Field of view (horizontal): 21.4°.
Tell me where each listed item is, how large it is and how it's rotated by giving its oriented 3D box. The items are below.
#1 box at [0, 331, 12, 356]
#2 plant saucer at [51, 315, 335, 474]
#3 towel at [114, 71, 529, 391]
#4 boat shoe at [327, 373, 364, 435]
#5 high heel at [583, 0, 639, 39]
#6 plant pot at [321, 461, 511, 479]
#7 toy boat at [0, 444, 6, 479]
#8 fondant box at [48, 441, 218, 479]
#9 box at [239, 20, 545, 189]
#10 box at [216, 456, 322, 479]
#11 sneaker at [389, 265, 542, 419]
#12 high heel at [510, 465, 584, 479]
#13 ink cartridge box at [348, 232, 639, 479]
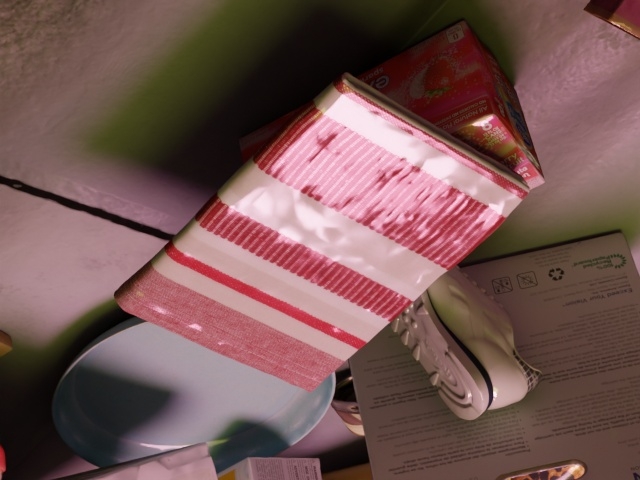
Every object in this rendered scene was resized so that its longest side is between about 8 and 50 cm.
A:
[{"bbox_3d":[-0.450,0.107,1.764,0.164,0.021,0.201,-33,136,23],"label":"box"},{"bbox_3d":[-0.142,0.164,1.893,0.317,0.044,0.318,-7,140,-6],"label":"plant saucer"},{"bbox_3d":[0.000,0.000,1.544,0.237,0.037,0.329,27,125,-31],"label":"towel"},{"bbox_3d":[0.112,0.157,1.920,0.223,0.080,0.073,-24,144,20],"label":"boat shoe"},{"bbox_3d":[0.194,-0.313,1.401,0.377,0.127,0.181,24,100,-30],"label":"high heel"},{"bbox_3d":[0.111,0.363,2.051,0.239,0.254,0.254,-4,142,13],"label":"plant pot"},{"bbox_3d":[-0.406,0.193,1.756,0.151,0.151,0.231,2,-179,-17],"label":"toy boat"},{"bbox_3d":[-0.306,0.314,1.846,0.330,0.096,0.238,-18,175,29],"label":"fondant box"},{"bbox_3d":[0.065,-0.076,1.596,0.256,0.128,0.122,-26,138,17],"label":"box"},{"bbox_3d":[-0.091,0.339,2.011,0.103,0.114,0.203,7,153,-36],"label":"box"},{"bbox_3d":[0.132,0.070,1.727,0.094,0.235,0.090,-21,160,-26],"label":"sneaker"},{"bbox_3d":[0.299,0.191,1.972,0.261,0.093,0.186,-39,143,-2],"label":"high heel"},{"bbox_3d":[0.201,0.161,1.752,0.324,0.330,0.071,-12,140,0],"label":"ink cartridge box"}]
